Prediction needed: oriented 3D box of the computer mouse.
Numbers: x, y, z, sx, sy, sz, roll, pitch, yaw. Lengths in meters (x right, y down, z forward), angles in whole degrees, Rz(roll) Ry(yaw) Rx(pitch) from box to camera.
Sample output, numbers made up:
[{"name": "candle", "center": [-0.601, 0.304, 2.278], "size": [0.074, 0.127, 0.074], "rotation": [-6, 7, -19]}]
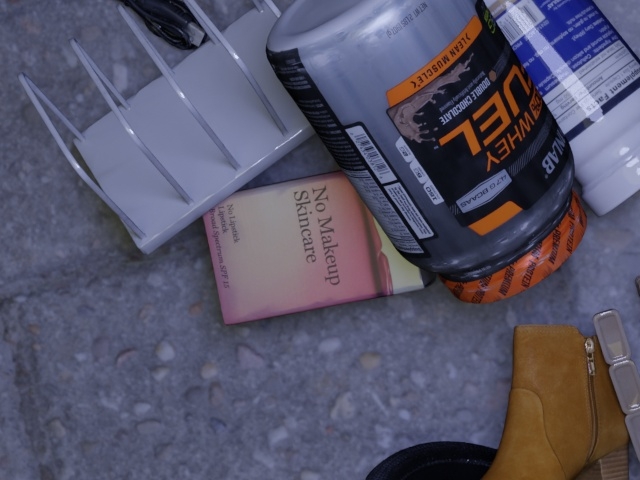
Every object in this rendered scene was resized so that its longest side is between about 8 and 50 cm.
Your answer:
[{"name": "computer mouse", "center": [-0.153, -0.371, 1.618], "size": [0.188, 0.072, 0.272], "rotation": [36, 99, 7]}]

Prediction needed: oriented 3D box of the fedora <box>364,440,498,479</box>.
[{"name": "fedora", "center": [0.178, 0.379, 1.543], "size": [0.334, 0.334, 0.152], "rotation": [26, 128, 7]}]

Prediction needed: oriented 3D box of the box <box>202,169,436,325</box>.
[{"name": "box", "center": [0.000, 0.000, 1.587], "size": [0.232, 0.127, 0.148], "rotation": [-11, 91, 11]}]

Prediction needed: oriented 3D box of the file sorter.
[{"name": "file sorter", "center": [-0.151, -0.165, 1.520], "size": [0.278, 0.173, 0.193], "rotation": [-36, 55, 0]}]

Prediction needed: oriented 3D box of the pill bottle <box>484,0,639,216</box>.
[{"name": "pill bottle", "center": [0.267, -0.165, 1.515], "size": [0.153, 0.153, 0.264], "rotation": [-38, 87, 10]}]

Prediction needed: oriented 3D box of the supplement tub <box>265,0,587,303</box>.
[{"name": "supplement tub", "center": [0.115, -0.114, 1.395], "size": [0.207, 0.207, 0.338], "rotation": [-31, 113, 11]}]

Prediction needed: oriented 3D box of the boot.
[{"name": "boot", "center": [0.218, 0.195, 1.501], "size": [0.104, 0.295, 0.211], "rotation": [-18, 76, 50]}]

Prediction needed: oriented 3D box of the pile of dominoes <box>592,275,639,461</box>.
[{"name": "pile of dominoes", "center": [0.418, 0.148, 1.532], "size": [0.196, 0.040, 0.251], "rotation": [-18, 97, 7]}]
